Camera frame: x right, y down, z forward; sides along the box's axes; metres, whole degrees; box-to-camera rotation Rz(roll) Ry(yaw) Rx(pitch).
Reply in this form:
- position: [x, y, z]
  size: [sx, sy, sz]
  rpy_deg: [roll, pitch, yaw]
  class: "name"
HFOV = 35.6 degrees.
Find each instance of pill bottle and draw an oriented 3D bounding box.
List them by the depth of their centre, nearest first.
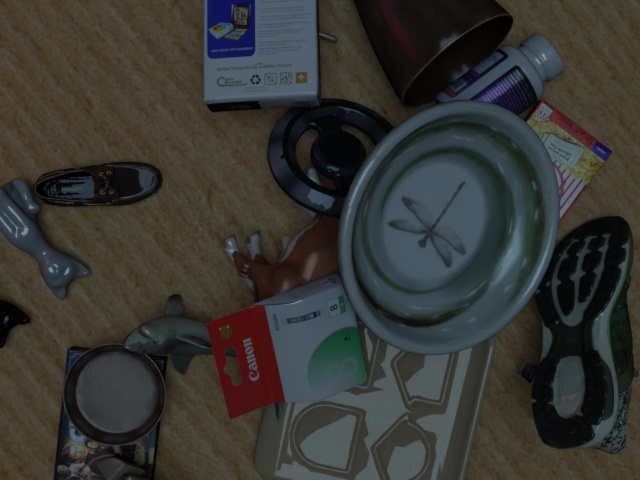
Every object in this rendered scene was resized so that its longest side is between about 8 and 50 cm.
- position: [0.292, -0.247, 1.615]
  size: [0.193, 0.108, 0.108]
  rpy_deg: [-36, 93, 2]
  class: "pill bottle"

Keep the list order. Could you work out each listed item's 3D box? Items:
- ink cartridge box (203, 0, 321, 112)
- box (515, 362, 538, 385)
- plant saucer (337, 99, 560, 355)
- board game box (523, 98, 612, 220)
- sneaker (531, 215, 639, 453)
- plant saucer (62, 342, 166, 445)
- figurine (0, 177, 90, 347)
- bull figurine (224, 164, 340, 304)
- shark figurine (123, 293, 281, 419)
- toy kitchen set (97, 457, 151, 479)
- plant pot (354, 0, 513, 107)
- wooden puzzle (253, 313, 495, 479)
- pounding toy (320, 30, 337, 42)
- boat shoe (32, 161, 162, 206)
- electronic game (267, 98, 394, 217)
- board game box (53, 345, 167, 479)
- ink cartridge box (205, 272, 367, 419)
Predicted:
- position: [-0.092, -0.387, 1.546]
  size: [0.175, 0.069, 0.371]
  rpy_deg: [-2, 82, 6]
  class: "ink cartridge box"
- position: [0.390, 0.247, 1.654]
  size: [0.136, 0.081, 0.028]
  rpy_deg: [33, 92, -3]
  class: "box"
- position: [0.188, -0.024, 1.553]
  size: [0.400, 0.100, 0.401]
  rpy_deg: [-8, 109, -25]
  class: "plant saucer"
- position: [0.364, -0.112, 1.654]
  size: [0.146, 0.045, 0.194]
  rpy_deg: [36, 92, -2]
  class: "board game box"
- position: [0.447, 0.159, 1.609]
  size: [0.182, 0.158, 0.411]
  rpy_deg: [35, 60, -40]
  class: "sneaker"
- position: [-0.335, 0.250, 1.630]
  size: [0.168, 0.029, 0.169]
  rpy_deg: [0, 93, -1]
  class: "plant saucer"
- position: [-0.516, 0.039, 1.640]
  size: [0.214, 0.092, 0.209]
  rpy_deg: [-37, 101, 0]
  class: "figurine"
- position: [0.000, 0.000, 1.606]
  size: [0.310, 0.101, 0.188]
  rpy_deg: [-40, 71, -19]
  class: "bull figurine"
- position: [-0.187, 0.191, 1.640]
  size: [0.278, 0.166, 0.116]
  rpy_deg: [19, 115, -11]
  class: "shark figurine"
- position: [-0.306, 0.473, 1.588]
  size: [0.166, 0.122, 0.207]
  rpy_deg: [-46, 53, 2]
  class: "toy kitchen set"
- position: [0.148, -0.368, 1.574]
  size: [0.215, 0.215, 0.230]
  rpy_deg: [-36, 79, 1]
  class: "plant pot"
- position: [0.087, 0.265, 1.659]
  size: [0.347, 0.080, 0.322]
  rpy_deg: [13, 92, 4]
  class: "wooden puzzle"
- position: [-0.066, -0.356, 1.623]
  size: [0.141, 0.100, 0.130]
  rpy_deg: [-32, 78, -1]
  class: "pounding toy"
- position: [-0.366, -0.089, 1.635]
  size: [0.206, 0.073, 0.073]
  rpy_deg: [-8, 91, -1]
  class: "boat shoe"
- position: [0.028, -0.135, 1.600]
  size: [0.229, 0.048, 0.229]
  rpy_deg: [4, 59, -7]
  class: "electronic game"
- position: [-0.352, 0.308, 1.669]
  size: [0.165, 0.042, 0.244]
  rpy_deg: [6, 93, -1]
  class: "board game box"
- position: [-0.047, 0.171, 1.529]
  size: [0.224, 0.056, 0.181]
  rpy_deg: [-21, 115, -22]
  class: "ink cartridge box"
